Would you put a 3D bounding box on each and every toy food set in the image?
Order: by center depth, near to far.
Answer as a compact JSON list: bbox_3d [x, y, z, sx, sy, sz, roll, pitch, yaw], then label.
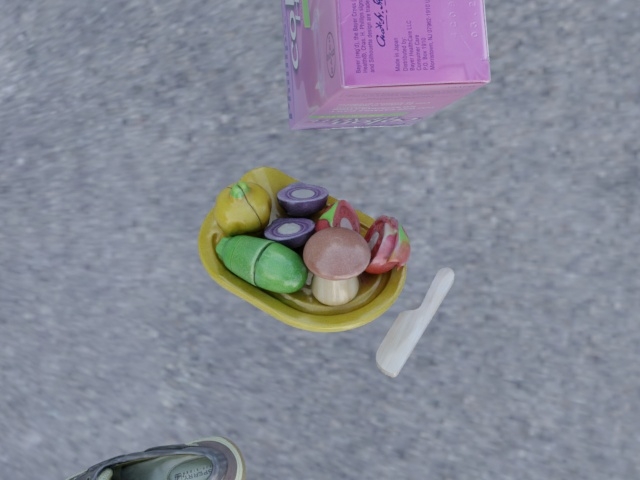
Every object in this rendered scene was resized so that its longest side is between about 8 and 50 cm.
[{"bbox_3d":[0.000,0.000,1.193,0.218,0.071,0.128,27,55,23],"label":"toy food set"}]

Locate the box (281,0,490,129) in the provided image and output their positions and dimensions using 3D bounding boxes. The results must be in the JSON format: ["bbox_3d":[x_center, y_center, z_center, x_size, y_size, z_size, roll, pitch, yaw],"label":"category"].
[{"bbox_3d":[0.042,-0.211,1.228,0.117,0.243,0.213,-3,88,-10],"label":"box"}]

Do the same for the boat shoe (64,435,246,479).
[{"bbox_3d":[-0.176,0.221,1.297,0.224,0.073,0.080,-21,71,8],"label":"boat shoe"}]
